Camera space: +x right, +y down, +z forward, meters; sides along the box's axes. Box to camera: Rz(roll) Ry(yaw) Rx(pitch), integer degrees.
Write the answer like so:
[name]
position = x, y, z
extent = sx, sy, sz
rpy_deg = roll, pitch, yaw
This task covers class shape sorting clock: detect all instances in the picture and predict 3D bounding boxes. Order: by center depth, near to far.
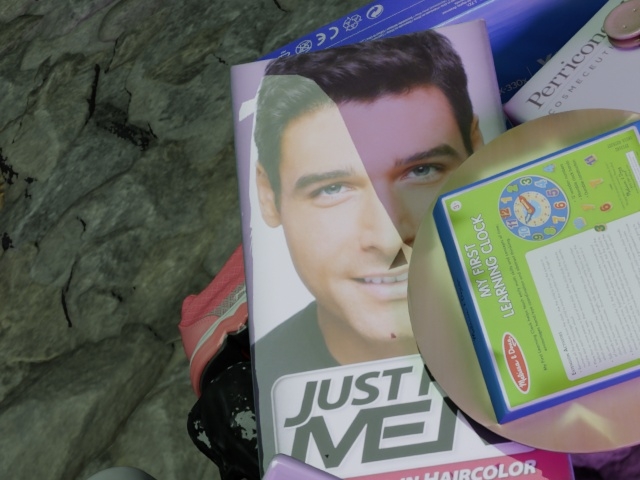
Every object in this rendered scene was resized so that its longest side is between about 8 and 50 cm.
[shape sorting clock]
position = 0.149, 0.020, 0.669
extent = 0.206, 0.040, 0.206
rpy_deg = -8, 67, 18

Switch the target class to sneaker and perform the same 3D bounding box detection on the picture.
[sneaker]
position = -0.001, 0.000, 0.966
extent = 0.314, 0.116, 0.136
rpy_deg = -40, 39, 0

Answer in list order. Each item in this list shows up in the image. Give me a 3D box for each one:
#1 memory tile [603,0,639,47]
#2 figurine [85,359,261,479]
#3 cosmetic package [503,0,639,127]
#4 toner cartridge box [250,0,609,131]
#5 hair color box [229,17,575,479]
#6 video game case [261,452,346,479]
[memory tile]
position = 0.265, -0.179, 0.768
extent = 0.113, 0.012, 0.148
rpy_deg = 23, 70, 47
[figurine]
position = -0.072, 0.225, 0.841
extent = 0.215, 0.092, 0.209
rpy_deg = -38, 44, 2
[cosmetic package]
position = 0.326, -0.046, 0.727
extent = 0.217, 0.156, 0.385
rpy_deg = -46, 41, -5
[toner cartridge box]
position = 0.121, -0.139, 0.961
extent = 0.347, 0.165, 0.075
rpy_deg = -24, 43, 19
[hair color box]
position = 0.051, 0.050, 0.772
extent = 0.185, 0.114, 0.375
rpy_deg = -10, 63, 7
[video game case]
position = 0.027, 0.260, 0.633
extent = 0.206, 0.026, 0.227
rpy_deg = 22, 90, 8
